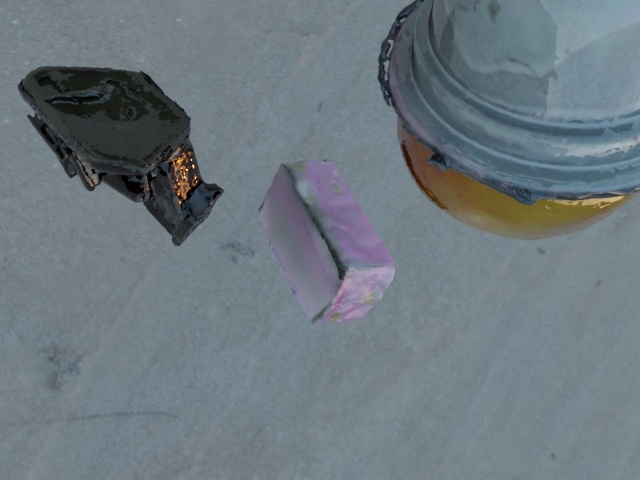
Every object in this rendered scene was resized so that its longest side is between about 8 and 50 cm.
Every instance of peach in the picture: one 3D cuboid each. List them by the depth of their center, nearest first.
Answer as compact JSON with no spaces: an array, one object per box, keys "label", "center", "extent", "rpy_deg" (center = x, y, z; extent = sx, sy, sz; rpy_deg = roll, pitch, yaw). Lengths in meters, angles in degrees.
[{"label":"peach","center":[0.210,-0.136,0.729],"extent":[0.289,0.308,0.288],"rpy_deg":[15,69,-45]}]

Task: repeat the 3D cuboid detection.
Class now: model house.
[{"label":"model house","center":[-0.195,-0.079,0.716],"extent":[0.141,0.203,0.164],"rpy_deg":[-26,143,-22]}]

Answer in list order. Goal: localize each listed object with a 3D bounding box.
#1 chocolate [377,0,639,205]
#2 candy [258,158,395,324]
[{"label":"chocolate","center":[0.143,-0.137,0.371],"extent":[0.221,0.221,0.147],"rpy_deg":[-31,155,-23]},{"label":"candy","center":[0.000,0.000,1.177],"extent":[0.116,0.265,0.155],"rpy_deg":[-8,143,-33]}]
